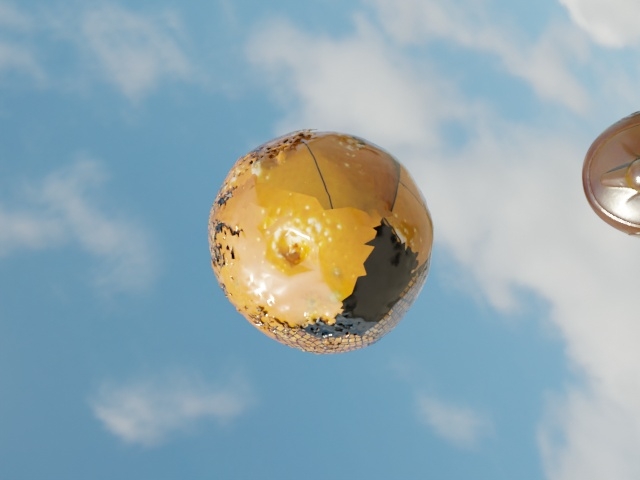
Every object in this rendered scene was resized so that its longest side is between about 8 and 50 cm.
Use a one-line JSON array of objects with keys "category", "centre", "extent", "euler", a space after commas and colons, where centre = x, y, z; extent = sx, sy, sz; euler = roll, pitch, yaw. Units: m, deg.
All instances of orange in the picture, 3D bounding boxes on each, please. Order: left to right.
[{"category": "orange", "centre": [0.000, 0.000, 1.177], "extent": [0.234, 0.234, 0.182], "euler": [66, -159, 9]}]

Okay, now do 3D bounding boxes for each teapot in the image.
[{"category": "teapot", "centre": [0.252, -0.049, 0.841], "extent": [0.078, 0.129, 0.098], "euler": [-3, -90, -62]}]
